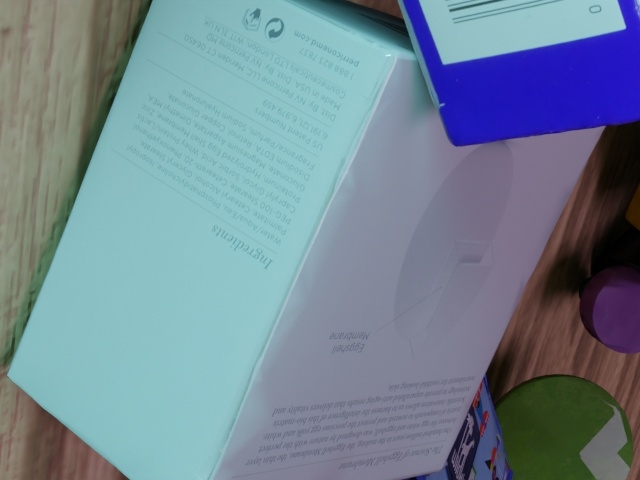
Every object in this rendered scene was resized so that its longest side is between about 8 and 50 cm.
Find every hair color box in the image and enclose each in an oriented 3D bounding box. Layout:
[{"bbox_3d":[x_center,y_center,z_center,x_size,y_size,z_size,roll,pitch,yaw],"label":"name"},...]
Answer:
[{"bbox_3d":[0.142,-0.200,0.614,0.339,0.110,0.185,-42,117,-43],"label":"hair color box"}]

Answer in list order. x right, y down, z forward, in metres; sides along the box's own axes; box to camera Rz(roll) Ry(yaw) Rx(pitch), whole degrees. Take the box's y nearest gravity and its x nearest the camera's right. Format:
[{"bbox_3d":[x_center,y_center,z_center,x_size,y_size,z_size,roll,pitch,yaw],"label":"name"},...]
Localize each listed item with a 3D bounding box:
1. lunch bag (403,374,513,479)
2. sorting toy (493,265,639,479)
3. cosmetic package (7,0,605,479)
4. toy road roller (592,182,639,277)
[{"bbox_3d":[0.037,0.168,0.902,0.293,0.138,0.221,-56,139,-34],"label":"lunch bag"},{"bbox_3d":[0.170,0.182,1.152,0.365,0.127,0.126,-64,-170,5],"label":"sorting toy"},{"bbox_3d":[0.000,0.000,0.687,0.224,0.138,0.224,4,112,-56],"label":"cosmetic package"},{"bbox_3d":[0.389,-0.018,1.097,0.202,0.241,0.329,-42,157,-25],"label":"toy road roller"}]
